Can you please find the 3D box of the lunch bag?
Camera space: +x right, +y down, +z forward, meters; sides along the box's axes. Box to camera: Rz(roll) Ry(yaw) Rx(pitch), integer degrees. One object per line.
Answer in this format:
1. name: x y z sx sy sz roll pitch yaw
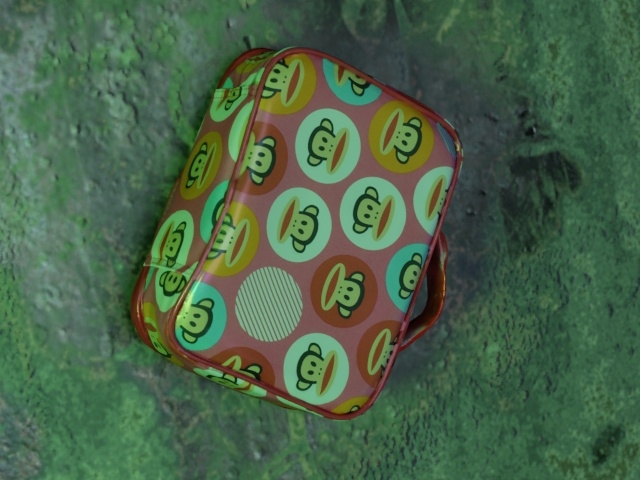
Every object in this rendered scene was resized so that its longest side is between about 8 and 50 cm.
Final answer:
1. lunch bag: 0.000 0.000 1.637 0.258 0.120 0.293 26 82 -26
